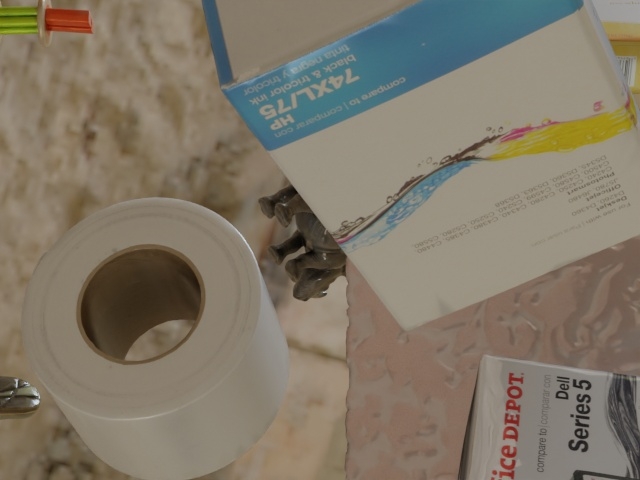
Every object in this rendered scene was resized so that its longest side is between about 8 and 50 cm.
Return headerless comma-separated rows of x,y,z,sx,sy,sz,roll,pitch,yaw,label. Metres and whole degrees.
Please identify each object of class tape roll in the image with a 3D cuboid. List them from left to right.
-0.163,0.101,1.748,0.169,0.246,0.246,73,31,-61,tape roll

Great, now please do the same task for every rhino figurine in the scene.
0.000,0.000,1.896,0.106,0.073,0.243,-30,149,-15,rhino figurine

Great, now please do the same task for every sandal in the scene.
-0.390,0.175,1.836,0.072,0.180,0.049,-108,-150,-49,sandal

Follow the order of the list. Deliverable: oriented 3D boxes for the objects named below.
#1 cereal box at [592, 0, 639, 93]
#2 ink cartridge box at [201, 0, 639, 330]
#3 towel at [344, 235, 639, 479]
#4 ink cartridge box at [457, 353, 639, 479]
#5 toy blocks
0.271,-0.173,1.331,0.240,0.173,0.047,-85,176,-63,cereal box
0.069,-0.118,1.052,0.270,0.197,0.198,52,18,-48,ink cartridge box
0.178,0.090,1.520,0.053,0.316,0.332,71,19,-59,towel
0.239,0.208,1.305,0.198,0.272,0.115,-77,173,-50,ink cartridge box
-0.248,-0.240,1.648,0.054,0.148,0.123,-87,175,-50,toy blocks
